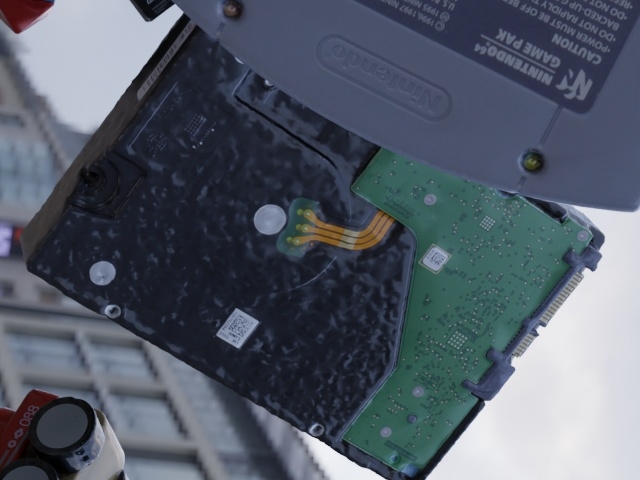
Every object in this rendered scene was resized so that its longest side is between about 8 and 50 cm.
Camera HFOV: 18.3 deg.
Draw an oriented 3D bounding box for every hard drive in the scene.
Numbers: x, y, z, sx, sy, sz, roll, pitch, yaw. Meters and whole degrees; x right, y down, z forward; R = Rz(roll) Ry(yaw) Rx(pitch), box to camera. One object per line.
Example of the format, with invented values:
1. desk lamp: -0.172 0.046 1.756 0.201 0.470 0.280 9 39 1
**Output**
1. hard drive: 0.000 0.000 1.349 0.237 0.339 0.064 -53 -156 12

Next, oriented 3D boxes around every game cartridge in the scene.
1. game cartridge: 0.064 -0.141 1.018 0.196 0.294 0.060 -63 179 4

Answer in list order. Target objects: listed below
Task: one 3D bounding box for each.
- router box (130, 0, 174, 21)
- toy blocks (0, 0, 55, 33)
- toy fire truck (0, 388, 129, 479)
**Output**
1. router box: -0.111 -0.238 1.502 0.122 0.092 0.038 -37 -163 -2
2. toy blocks: -0.204 -0.296 1.372 0.381 0.191 0.261 160 -63 -75
3. toy fire truck: -0.312 0.201 1.614 0.217 0.246 0.158 -60 151 -29
